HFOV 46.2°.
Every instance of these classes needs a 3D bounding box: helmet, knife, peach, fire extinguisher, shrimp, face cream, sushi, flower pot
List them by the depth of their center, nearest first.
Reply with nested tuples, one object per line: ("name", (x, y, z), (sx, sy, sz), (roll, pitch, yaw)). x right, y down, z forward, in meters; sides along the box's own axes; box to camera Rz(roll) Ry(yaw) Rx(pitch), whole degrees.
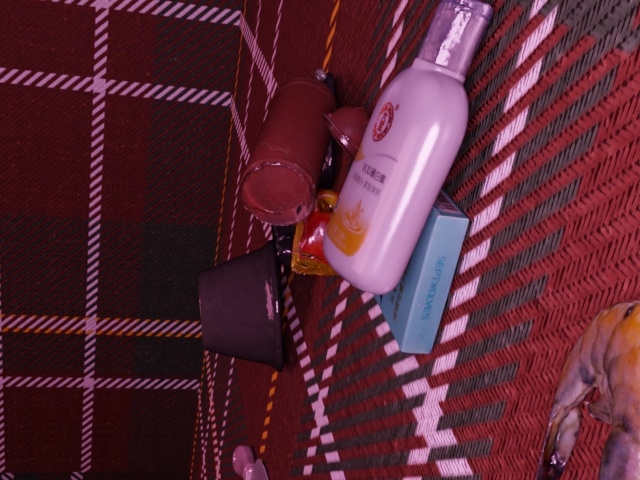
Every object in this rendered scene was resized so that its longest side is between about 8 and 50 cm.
("shrimp", (0.180, 0.146, 0.474), (0.150, 0.051, 0.217), (155, 126, -78))
("face cream", (0.087, -0.096, 0.738), (0.291, 0.070, 0.144), (-66, 23, 14))
("helmet", (0.050, -0.155, 1.036), (0.089, 0.057, 0.111), (48, 180, 8))
("peach", (0.006, 0.002, 1.114), (0.172, 0.092, 0.127), (99, 175, -54))
("fire extinguisher", (-0.046, -0.152, 1.125), (0.147, 0.106, 0.337), (-44, 20, 35))
("sushi", (-0.062, -0.054, 1.418), (0.292, 0.059, 0.294), (-96, 1, -61))
("flower pot", (-0.160, 0.134, 1.512), (0.269, 0.166, 0.269), (178, 90, -86))
("knife", (-0.146, 0.544, 1.739), (0.336, 0.043, 0.081), (-174, 94, -70))

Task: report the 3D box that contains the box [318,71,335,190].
("box", (-0.009, -0.175, 1.320), (0.212, 0.042, 0.201), (146, 125, -74))

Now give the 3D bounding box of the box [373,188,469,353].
("box", (0.094, -0.003, 0.855), (0.229, 0.041, 0.162), (-113, 32, -61))
